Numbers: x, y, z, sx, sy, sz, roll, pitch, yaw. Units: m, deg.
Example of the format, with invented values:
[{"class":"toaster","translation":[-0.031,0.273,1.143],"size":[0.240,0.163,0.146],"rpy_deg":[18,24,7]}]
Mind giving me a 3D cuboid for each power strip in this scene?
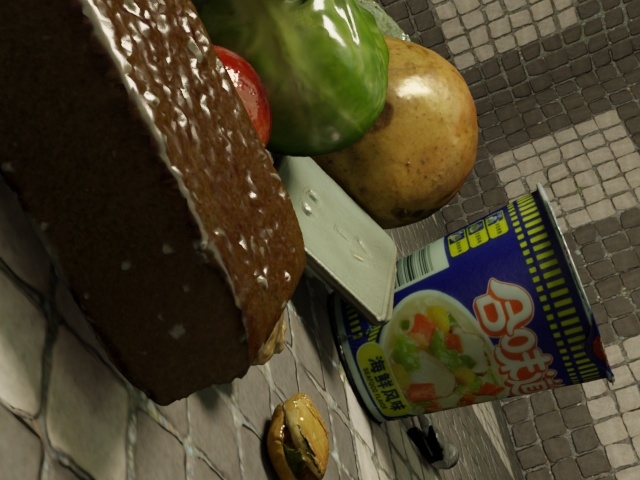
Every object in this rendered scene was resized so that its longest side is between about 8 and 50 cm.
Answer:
[{"class":"power strip","translation":[0.000,0.000,1.171],"size":[0.213,0.064,0.198],"rpy_deg":[44,25,-14]}]

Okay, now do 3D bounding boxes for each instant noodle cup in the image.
[{"class":"instant noodle cup","translation":[0.190,0.105,1.270],"size":[0.284,0.312,0.284],"rpy_deg":[-20,90,-78]}]

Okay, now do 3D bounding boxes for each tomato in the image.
[{"class":"tomato","translation":[-0.096,-0.125,0.925],"size":[0.159,0.091,0.139],"rpy_deg":[6,63,-75]}]

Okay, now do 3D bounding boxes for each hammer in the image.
[{"class":"hammer","translation":[0.128,0.165,1.577],"size":[0.152,0.044,0.427],"rpy_deg":[45,25,-62]}]

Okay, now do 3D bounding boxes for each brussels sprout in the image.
[{"class":"brussels sprout","translation":[-0.037,-0.205,1.067],"size":[0.244,0.244,0.244],"rpy_deg":[-21,90,-79]}]

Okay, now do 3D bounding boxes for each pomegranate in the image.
[{"class":"pomegranate","translation":[0.075,-0.151,1.331],"size":[0.281,0.281,0.281],"rpy_deg":[-21,90,-79]}]

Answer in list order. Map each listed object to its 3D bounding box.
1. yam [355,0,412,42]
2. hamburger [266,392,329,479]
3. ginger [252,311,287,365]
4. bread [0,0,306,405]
[{"class":"yam","translation":[0.098,-0.338,1.956],"size":[0.202,0.201,0.271],"rpy_deg":[51,9,21]},{"class":"hamburger","translation":[-0.019,0.178,0.846],"size":[0.083,0.044,0.076],"rpy_deg":[-81,146,-72]},{"class":"ginger","translation":[-0.072,0.043,0.774],"size":[0.137,0.074,0.213],"rpy_deg":[46,15,-19]},{"class":"bread","translation":[-0.144,-0.118,0.569],"size":[0.417,0.113,0.165],"rpy_deg":[63,23,-13]}]
